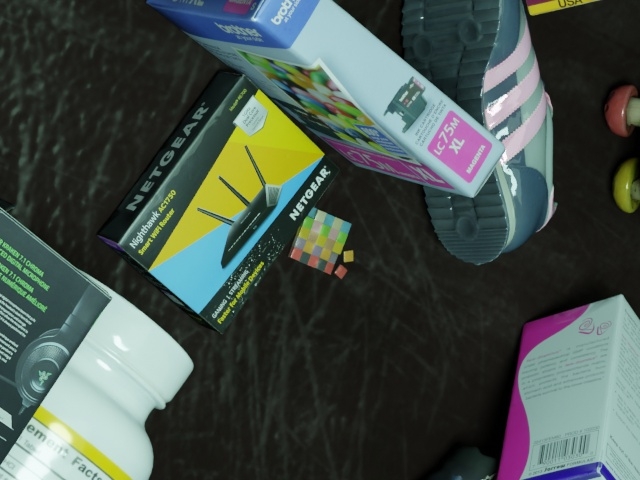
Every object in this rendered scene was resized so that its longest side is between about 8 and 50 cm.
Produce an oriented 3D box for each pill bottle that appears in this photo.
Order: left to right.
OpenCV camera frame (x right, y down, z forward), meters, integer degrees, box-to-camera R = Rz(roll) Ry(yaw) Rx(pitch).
[{"bbox_3d":[-0.249,0.187,1.409,0.188,0.188,0.334,45,73,-31],"label":"pill bottle"}]

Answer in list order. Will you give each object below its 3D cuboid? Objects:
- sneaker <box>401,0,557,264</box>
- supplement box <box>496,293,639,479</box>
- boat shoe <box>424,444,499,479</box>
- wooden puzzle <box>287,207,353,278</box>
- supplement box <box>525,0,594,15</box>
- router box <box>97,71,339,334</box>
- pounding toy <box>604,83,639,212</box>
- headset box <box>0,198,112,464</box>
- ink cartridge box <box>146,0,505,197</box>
[{"bbox_3d":[0.154,-0.147,1.680,0.131,0.112,0.319,-21,114,-47],"label":"sneaker"},{"bbox_3d":[0.247,0.173,1.723,0.114,0.111,0.220,50,37,-31],"label":"supplement box"},{"bbox_3d":[0.163,0.368,1.772,0.158,0.127,0.341,-36,109,-16],"label":"boat shoe"},{"bbox_3d":[0.000,0.000,1.649,0.083,0.006,0.049,23,86,-35],"label":"wooden puzzle"},{"bbox_3d":[0.204,-0.310,1.654,0.104,0.080,0.188,-66,140,-61],"label":"supplement box"},{"bbox_3d":[-0.084,-0.032,1.563,0.133,0.046,0.179,43,75,-32],"label":"router box"},{"bbox_3d":[0.338,-0.078,1.820,0.237,0.110,0.183,38,64,-62],"label":"pounding toy"},{"bbox_3d":[-0.317,0.076,1.299,0.131,0.246,0.283,43,74,-42],"label":"headset box"},{"bbox_3d":[-0.013,-0.148,1.503,0.311,0.186,0.065,39,79,-32],"label":"ink cartridge box"}]
